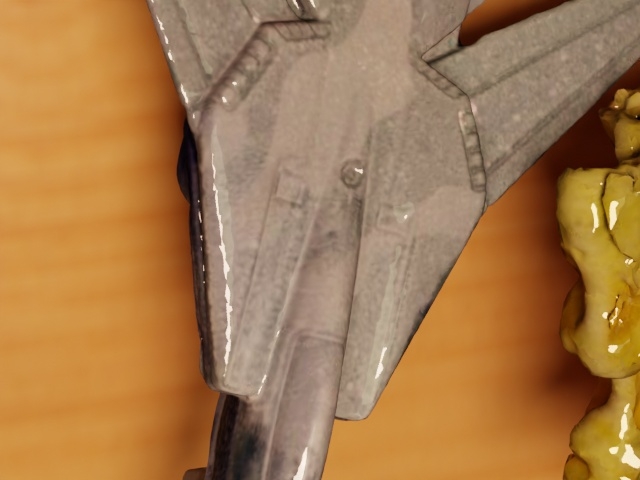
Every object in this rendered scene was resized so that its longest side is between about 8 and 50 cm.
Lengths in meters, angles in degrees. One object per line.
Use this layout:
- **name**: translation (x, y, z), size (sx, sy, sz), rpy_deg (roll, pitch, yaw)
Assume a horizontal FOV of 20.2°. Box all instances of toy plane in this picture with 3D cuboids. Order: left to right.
- **toy plane**: translation (-0.006, -0.001, 0.524), size (0.212, 0.088, 0.267), rpy_deg (16, 90, -29)

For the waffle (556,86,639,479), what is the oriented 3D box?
- **waffle**: translation (0.169, -0.028, 0.604), size (0.291, 0.051, 0.291), rpy_deg (-16, 113, -40)
